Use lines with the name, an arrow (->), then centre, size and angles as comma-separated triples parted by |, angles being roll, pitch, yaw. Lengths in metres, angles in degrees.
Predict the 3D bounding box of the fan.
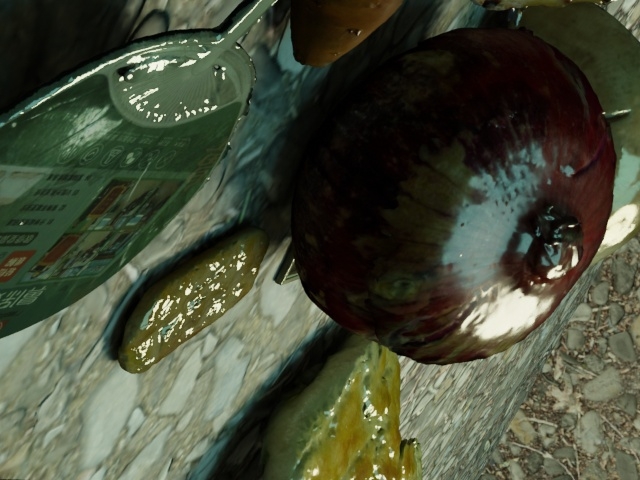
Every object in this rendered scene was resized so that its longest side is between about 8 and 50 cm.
fan -> -0.078, -0.036, 0.547 | 0.294, 0.012, 0.223 | -38, 166, -12

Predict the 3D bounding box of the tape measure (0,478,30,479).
tape measure -> -0.194, 0.228, 0.565 | 0.265, 0.130, 0.258 | -49, 152, 0

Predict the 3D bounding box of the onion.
onion -> 0.095, -0.027, 0.848 | 0.246, 0.190, 0.246 | -28, 136, -31

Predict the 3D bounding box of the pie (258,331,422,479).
pie -> 0.029, 0.247, 1.150 | 0.337, 0.075, 0.337 | -8, 99, -63

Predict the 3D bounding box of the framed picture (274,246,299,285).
framed picture -> 0.000, 0.000, 0.941 | 0.066, 0.007, 0.089 | -63, 162, 17

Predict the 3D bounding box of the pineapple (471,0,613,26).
pineapple -> 0.125, -0.224, 0.683 | 0.176, 0.162, 0.136 | -39, -141, 56

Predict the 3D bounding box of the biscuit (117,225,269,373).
biscuit -> -0.077, 0.036, 0.774 | 0.147, 0.018, 0.071 | -34, 152, -51

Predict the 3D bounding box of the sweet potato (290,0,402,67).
sweet potato -> 0.034, -0.189, 0.533 | 0.112, 0.112, 0.359 | -51, 161, -21

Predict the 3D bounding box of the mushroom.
mushroom -> 0.192, -0.069, 1.040 | 0.195, 0.189, 0.253 | -33, 148, -58
